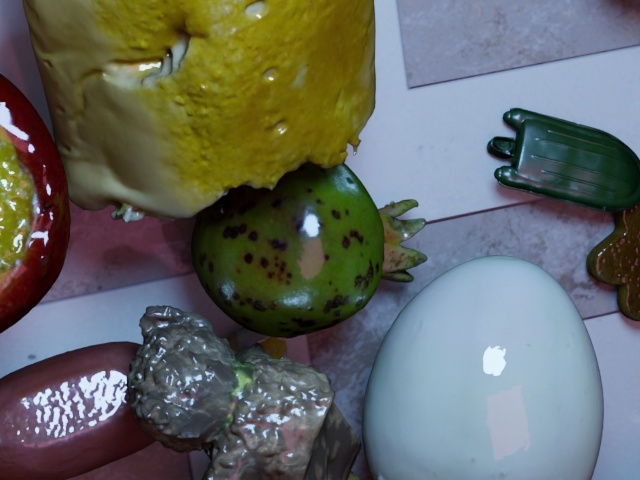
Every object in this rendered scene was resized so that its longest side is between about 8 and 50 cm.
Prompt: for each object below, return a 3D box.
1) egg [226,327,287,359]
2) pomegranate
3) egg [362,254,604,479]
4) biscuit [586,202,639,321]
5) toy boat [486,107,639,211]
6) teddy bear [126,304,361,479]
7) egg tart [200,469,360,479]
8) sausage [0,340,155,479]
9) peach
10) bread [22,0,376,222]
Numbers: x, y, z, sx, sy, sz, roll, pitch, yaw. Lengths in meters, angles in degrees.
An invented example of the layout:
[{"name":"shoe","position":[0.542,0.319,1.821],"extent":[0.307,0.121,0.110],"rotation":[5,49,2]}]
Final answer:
[{"name":"egg","position":[-0.081,0.135,1.892],"extent":[0.083,0.071,0.071],"rotation":[-16,106,-13]},{"name":"pomegranate","position":[0.001,0.005,1.804],"extent":[0.286,0.231,0.231],"rotation":[7,100,-17]},{"name":"egg","position":[0.190,0.187,1.870],"extent":[0.283,0.283,0.345],"rotation":[1,102,-16]},{"name":"biscuit","position":[0.447,-0.007,2.028],"extent":[0.236,0.039,0.180],"rotation":[-40,105,-4]},{"name":"toy boat","position":[0.304,-0.093,1.952],"extent":[0.210,0.052,0.104],"rotation":[13,72,-13]},{"name":"teddy bear","position":[-0.088,0.223,1.772],"extent":[0.222,0.246,0.296],"rotation":[5,140,12]},{"name":"egg tart","position":[-0.042,0.379,1.891],"extent":[0.288,0.118,0.288],"rotation":[14,54,-20]},{"name":"sausage","position":[-0.280,0.194,1.815],"extent":[0.254,0.148,0.148],"rotation":[-23,107,-12]},{"name":"peach","position":[-0.459,-0.042,1.625],"extent":[0.406,0.310,0.335],"rotation":[-3,99,-8]},{"name":"bread","position":[-0.103,-0.221,1.615],"extent":[0.361,0.250,0.394],"rotation":[-29,141,-23]}]
